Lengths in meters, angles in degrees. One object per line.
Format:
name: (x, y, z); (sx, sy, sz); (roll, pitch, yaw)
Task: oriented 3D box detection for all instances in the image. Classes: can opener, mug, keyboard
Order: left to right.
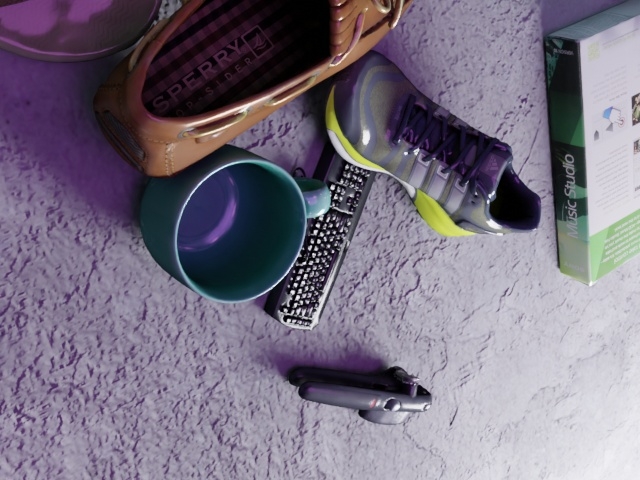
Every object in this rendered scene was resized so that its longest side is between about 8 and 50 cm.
mug: (-0.082, -0.017, 0.811); (0.157, 0.097, 0.130); (20, 94, -40)
keyboard: (0.000, 0.000, 0.918); (0.100, 0.038, 0.192); (16, 96, -39)
can opener: (0.048, 0.168, 1.001); (0.186, 0.059, 0.073); (16, 97, -39)

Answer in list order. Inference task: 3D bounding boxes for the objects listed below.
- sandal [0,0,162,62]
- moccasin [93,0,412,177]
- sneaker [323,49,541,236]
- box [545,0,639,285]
sandal: (-0.243, -0.206, 0.629); (0.302, 0.086, 0.120); (18, 95, -39)
moccasin: (-0.019, -0.200, 0.741); (0.380, 0.147, 0.139); (-37, 97, -24)
sneaker: (0.121, -0.093, 0.909); (0.300, 0.121, 0.111); (32, 75, -41)
box: (0.387, -0.132, 1.143); (0.232, 0.058, 0.322); (-26, 119, -27)
